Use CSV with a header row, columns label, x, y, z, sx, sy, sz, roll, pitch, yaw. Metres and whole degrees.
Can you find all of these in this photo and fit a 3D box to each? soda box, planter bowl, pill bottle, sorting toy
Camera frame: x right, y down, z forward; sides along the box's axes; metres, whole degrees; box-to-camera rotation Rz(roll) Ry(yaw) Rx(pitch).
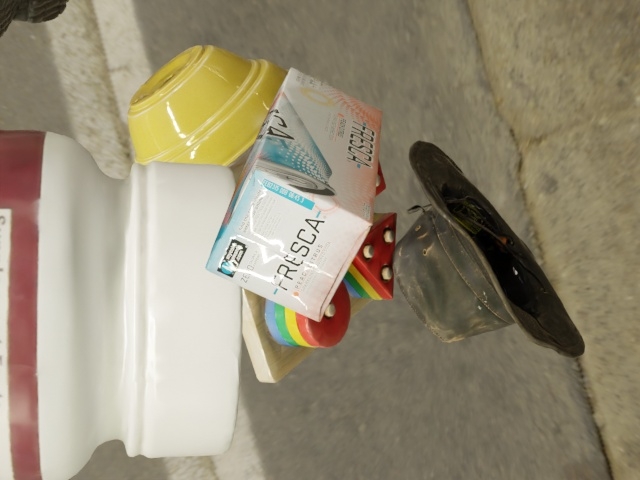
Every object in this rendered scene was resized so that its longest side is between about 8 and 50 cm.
label,x,y,z,sx,sy,sz,roll,pitch,yaw
soda box,-0.008,-0.031,0.645,0.063,0.183,0.058,25,111,-6
planter bowl,-0.134,-0.138,1.299,0.217,0.217,0.090,-39,112,3
pill bottle,-0.252,0.041,0.777,0.392,0.224,0.224,1,87,-10
sorting toy,0.000,0.000,1.488,0.089,0.257,0.255,0,115,37

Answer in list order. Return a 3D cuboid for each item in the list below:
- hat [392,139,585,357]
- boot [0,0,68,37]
label,x,y,z,sx,sy,sz,roll,pitch,yaw
hat,0.169,0.039,1.511,0.134,0.331,0.331,-38,83,15
boot,-0.388,-0.287,1.215,0.222,0.338,0.118,28,103,2
